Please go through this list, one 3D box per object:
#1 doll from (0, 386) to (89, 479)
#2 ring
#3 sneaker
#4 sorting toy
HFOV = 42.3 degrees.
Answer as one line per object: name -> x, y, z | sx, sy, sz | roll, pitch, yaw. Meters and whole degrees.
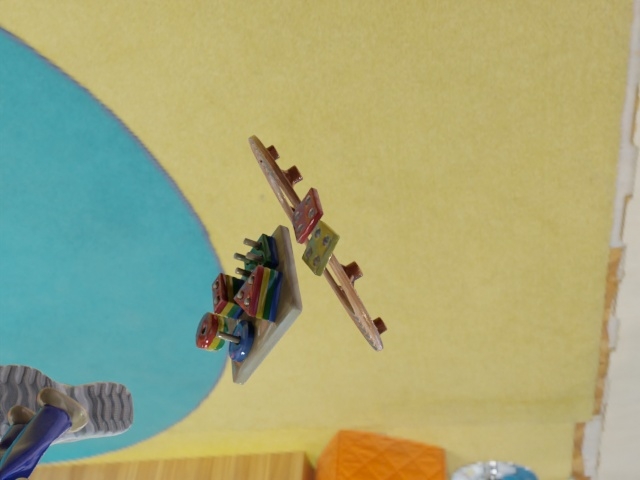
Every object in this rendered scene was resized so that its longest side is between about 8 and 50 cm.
doll -> -0.213, 0.173, 0.515 | 0.129, 0.189, 0.046 | -30, 111, 30
ring -> 0.000, 0.000, 1.116 | 0.032, 0.336, 0.337 | -31, 135, -3
sneaker -> -0.386, 0.239, 1.114 | 0.115, 0.105, 0.281 | -21, 154, 28
sorting toy -> -0.075, 0.059, 0.907 | 0.046, 0.132, 0.274 | 20, 125, -27
